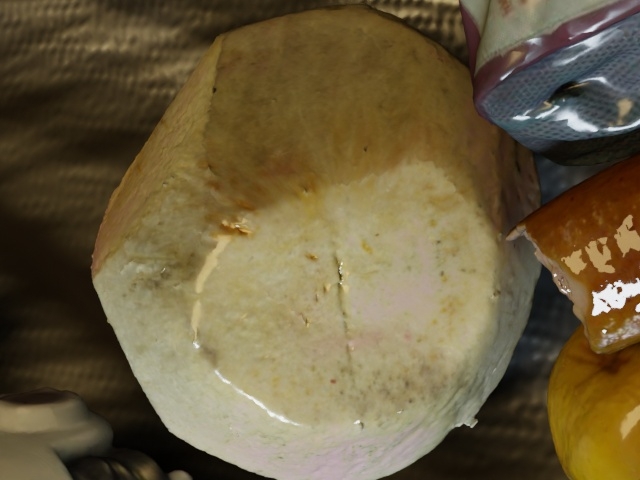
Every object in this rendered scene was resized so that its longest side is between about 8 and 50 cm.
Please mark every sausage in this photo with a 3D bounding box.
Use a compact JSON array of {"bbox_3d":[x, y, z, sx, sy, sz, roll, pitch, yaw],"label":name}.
[{"bbox_3d":[0.224,-0.035,0.713,0.302,0.103,0.076,-22,76,10],"label":"sausage"}]

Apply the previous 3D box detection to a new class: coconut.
[{"bbox_3d":[0.000,0.000,0.851,0.197,0.237,0.237,27,105,-11],"label":"coconut"}]

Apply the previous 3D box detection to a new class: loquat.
[{"bbox_3d":[0.173,0.077,0.781,0.137,0.113,0.137,-9,70,26],"label":"loquat"}]

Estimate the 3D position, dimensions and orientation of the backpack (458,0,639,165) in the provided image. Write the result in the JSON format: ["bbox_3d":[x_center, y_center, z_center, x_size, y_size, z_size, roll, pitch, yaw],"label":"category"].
[{"bbox_3d":[0.187,-0.209,0.739,0.317,0.197,0.283,-24,74,24],"label":"backpack"}]

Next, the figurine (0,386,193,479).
[{"bbox_3d":[-0.197,0.201,0.951,0.361,0.211,0.253,26,133,30],"label":"figurine"}]
